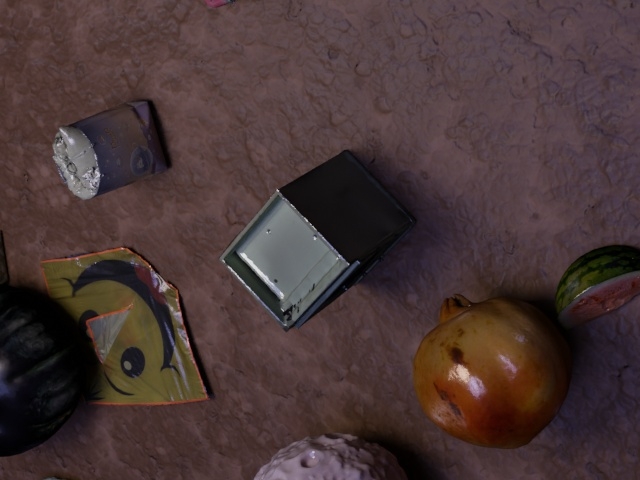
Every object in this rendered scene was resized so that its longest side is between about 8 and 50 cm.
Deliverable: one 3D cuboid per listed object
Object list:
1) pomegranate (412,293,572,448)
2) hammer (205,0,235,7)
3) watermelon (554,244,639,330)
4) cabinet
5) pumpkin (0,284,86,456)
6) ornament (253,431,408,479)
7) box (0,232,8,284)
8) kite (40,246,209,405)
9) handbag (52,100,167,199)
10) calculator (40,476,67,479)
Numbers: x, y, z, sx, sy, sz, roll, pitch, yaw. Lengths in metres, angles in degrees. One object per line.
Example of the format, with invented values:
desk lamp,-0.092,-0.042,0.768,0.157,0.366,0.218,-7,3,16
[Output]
pomegranate,0.230,0.169,1.496,0.209,0.209,0.209,10,113,25
hammer,-0.125,-0.348,1.582,0.083,0.043,0.043,-16,100,31
watermelon,0.351,0.048,1.473,0.163,0.087,0.069,-35,53,31
cabinet,0.000,0.000,1.544,0.150,0.206,0.145,47,122,6
pumpkin,-0.555,0.227,1.887,0.295,0.296,0.296,10,113,25
ornament,0.013,0.400,1.663,0.259,0.259,0.225,-60,38,31
box,-0.573,0.030,1.960,0.062,0.045,0.098,8,111,26
kite,-0.335,0.163,1.899,0.377,0.013,0.328,39,121,12
handbag,-0.317,-0.131,1.687,0.095,0.173,0.117,-6,105,40
calculator,-0.447,0.540,2.083,0.141,0.045,0.246,-21,98,33
